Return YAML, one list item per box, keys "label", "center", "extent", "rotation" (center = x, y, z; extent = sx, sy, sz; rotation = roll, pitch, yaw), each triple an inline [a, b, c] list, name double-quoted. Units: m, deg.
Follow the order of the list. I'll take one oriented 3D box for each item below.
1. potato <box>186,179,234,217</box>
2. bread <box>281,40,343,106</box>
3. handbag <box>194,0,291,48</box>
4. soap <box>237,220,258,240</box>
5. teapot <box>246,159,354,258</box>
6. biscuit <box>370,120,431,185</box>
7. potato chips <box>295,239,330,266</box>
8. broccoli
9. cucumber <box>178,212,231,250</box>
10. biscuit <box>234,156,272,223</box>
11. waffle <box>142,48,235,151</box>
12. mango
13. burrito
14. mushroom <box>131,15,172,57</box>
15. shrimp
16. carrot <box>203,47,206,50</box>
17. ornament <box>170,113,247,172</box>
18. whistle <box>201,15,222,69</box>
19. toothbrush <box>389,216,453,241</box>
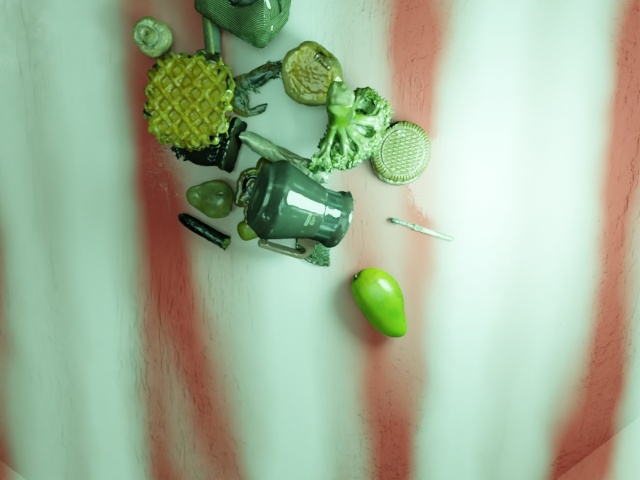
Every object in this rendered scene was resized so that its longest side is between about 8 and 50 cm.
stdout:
- label: "potato"
  center: [-0.445, -0.169, 1.690]
  extent: [0.194, 0.157, 0.157]
  rotation: [9, 101, 1]
- label: "bread"
  center: [-0.033, -0.633, 1.607]
  extent: [0.245, 0.134, 0.244]
  rotation: [-1, 100, -3]
- label: "handbag"
  center: [-0.271, -0.892, 1.480]
  extent: [0.341, 0.240, 0.247]
  rotation: [31, 71, -5]
- label: "soap"
  center: [-0.282, -0.052, 1.766]
  extent: [0.140, 0.045, 0.088]
  rotation: [-19, 104, 4]
- label: "teapot"
  center: [-0.089, -0.094, 1.610]
  extent: [0.362, 0.305, 0.376]
  rotation: [17, 123, -22]
- label: "biscuit"
  center: [0.322, -0.349, 1.689]
  extent: [0.259, 0.079, 0.259]
  rotation: [0, 101, 0]
- label: "potato chips"
  center: [0.000, 0.001, 1.786]
  extent: [0.202, 0.029, 0.220]
  rotation: [37, 101, -4]
- label: "broccoli"
  center: [0.116, -0.450, 1.513]
  extent: [0.275, 0.353, 0.397]
  rotation: [14, 145, 11]
- label: "cucumber"
  center: [-0.493, -0.042, 1.756]
  extent: [0.245, 0.067, 0.067]
  rotation: [30, 100, -7]
- label: "biscuit"
  center: [-0.245, -0.203, 1.715]
  extent: [0.209, 0.041, 0.290]
  rotation: [20, 91, -5]
- label: "waffle"
  center: [-0.502, -0.531, 1.600]
  extent: [0.382, 0.095, 0.379]
  rotation: [10, 94, 16]
- label: "mango"
  center: [0.265, 0.268, 1.778]
  extent: [0.192, 0.156, 0.343]
  rotation: [-28, 104, 14]
- label: "burrito"
  center: [-0.139, -0.333, 1.673]
  extent: [0.392, 0.117, 0.076]
  rotation: [26, 115, -6]
- label: "mushroom"
  center: [-0.636, -0.769, 1.587]
  extent: [0.148, 0.112, 0.147]
  rotation: [1, 99, 8]
- label: "shrimp"
  center: [-0.233, -0.599, 1.655]
  extent: [0.296, 0.058, 0.169]
  rotation: [-23, 108, 8]
- label: "carrot"
  center: [-0.462, -0.686, 1.645]
  extent: [0.035, 0.035, 0.142]
  rotation: [4, 97, -1]
- label: "ornament"
  center: [-0.454, -0.411, 1.673]
  extent: [0.261, 0.106, 0.251]
  rotation: [22, 94, 10]
- label: "whistle"
  center: [-0.416, -0.771, 1.614]
  extent: [0.068, 0.057, 0.326]
  rotation: [-2, 101, -3]
- label: "toothbrush"
  center: [0.430, -0.048, 1.780]
  extent: [0.294, 0.028, 0.026]
  rotation: [17, 102, -9]
